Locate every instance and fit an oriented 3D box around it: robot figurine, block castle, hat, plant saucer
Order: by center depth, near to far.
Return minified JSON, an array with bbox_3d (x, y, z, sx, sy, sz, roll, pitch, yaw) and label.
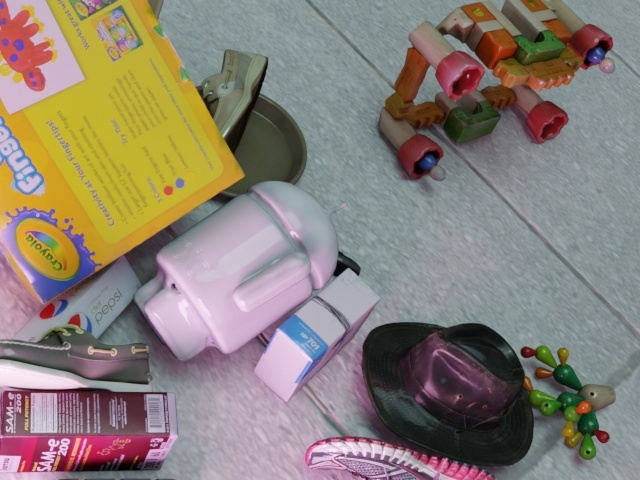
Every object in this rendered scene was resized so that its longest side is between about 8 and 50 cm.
[{"bbox_3d":[-0.117,0.040,1.612,0.353,0.300,0.200,-36,115,-14],"label":"robot figurine"},{"bbox_3d":[0.238,0.217,1.690,0.331,0.134,0.331,17,40,-15],"label":"hat"},{"bbox_3d":[-0.161,-0.180,1.907,0.277,0.041,0.278,12,52,-16],"label":"plant saucer"},{"bbox_3d":[0.364,-0.303,2.059,0.453,0.303,0.213,-17,57,-33],"label":"block castle"}]

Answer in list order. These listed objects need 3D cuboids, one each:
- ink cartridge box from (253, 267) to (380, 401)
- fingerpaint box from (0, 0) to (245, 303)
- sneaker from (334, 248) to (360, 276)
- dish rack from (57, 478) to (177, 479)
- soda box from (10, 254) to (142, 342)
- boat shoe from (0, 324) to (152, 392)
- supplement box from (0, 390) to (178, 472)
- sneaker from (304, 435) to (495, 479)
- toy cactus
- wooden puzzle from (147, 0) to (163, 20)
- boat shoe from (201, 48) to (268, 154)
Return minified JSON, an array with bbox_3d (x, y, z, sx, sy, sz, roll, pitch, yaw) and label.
[{"bbox_3d":[-0.006,0.152,1.657,0.082,0.140,0.190,43,50,12],"label":"ink cartridge box"},{"bbox_3d":[-0.391,-0.194,1.533,0.371,0.163,0.445,-35,108,-18],"label":"fingerpaint box"},{"bbox_3d":[-0.001,0.001,1.832,0.170,0.051,0.089,20,54,-4],"label":"sneaker"},{"bbox_3d":[-0.274,0.447,1.368,0.208,0.074,0.272,4,55,-19],"label":"dish rack"},{"bbox_3d":[-0.371,0.112,1.558,0.069,0.074,0.216,0,37,34],"label":"soda box"},{"bbox_3d":[-0.352,0.169,1.435,0.305,0.109,0.091,24,62,-55],"label":"boat shoe"},{"bbox_3d":[-0.332,0.270,1.434,0.239,0.130,0.073,4,55,-20],"label":"supplement box"},{"bbox_3d":[0.120,0.373,1.568,0.299,0.121,0.112,17,78,-2],"label":"sneaker"},{"bbox_3d":[0.457,0.275,1.805,0.180,0.112,0.219,-1,47,-36],"label":"toy cactus"},{"bbox_3d":[-0.391,-0.377,1.883,0.221,0.044,0.239,-12,51,21],"label":"wooden puzzle"},{"bbox_3d":[-0.175,-0.253,1.864,0.098,0.109,0.302,19,44,-2],"label":"boat shoe"}]
